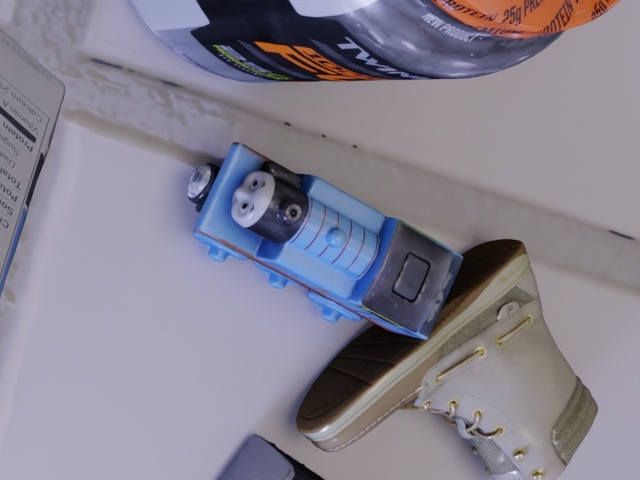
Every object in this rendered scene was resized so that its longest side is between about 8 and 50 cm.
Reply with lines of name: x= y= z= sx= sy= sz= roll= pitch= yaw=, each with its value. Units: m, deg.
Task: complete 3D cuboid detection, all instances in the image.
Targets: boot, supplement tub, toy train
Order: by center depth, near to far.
supplement tub: x=0.030 y=-0.195 z=1.019 sx=0.207 sy=0.338 sz=0.207 roll=-2 pitch=95 yaw=-29
toy train: x=0.000 y=0.000 z=1.149 sx=0.184 sy=0.105 sz=0.080 roll=30 pitch=79 yaw=-28
boot: x=0.096 y=0.121 z=1.231 sx=0.213 sy=0.077 sz=0.165 roll=-38 pitch=113 yaw=-25

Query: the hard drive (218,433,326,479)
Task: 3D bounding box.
hard drive: x=-0.043 y=0.279 z=1.174 sx=0.172 sy=0.054 sz=0.255 roll=37 pitch=76 yaw=-26

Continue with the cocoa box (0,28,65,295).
cocoa box: x=-0.325 y=0.016 z=0.797 sx=0.231 sy=0.347 sz=0.228 roll=39 pitch=34 yaw=-27
